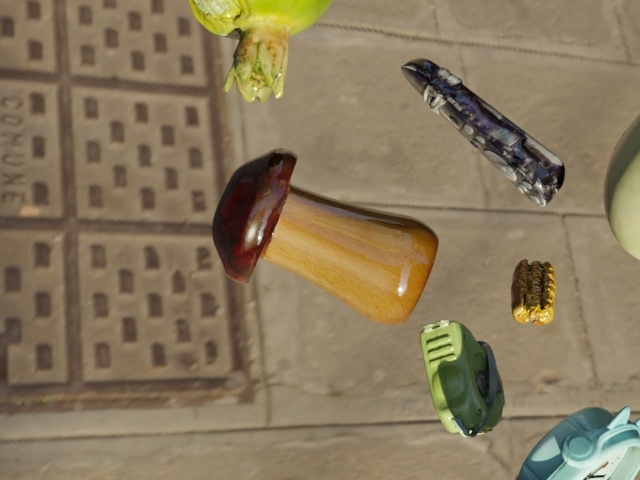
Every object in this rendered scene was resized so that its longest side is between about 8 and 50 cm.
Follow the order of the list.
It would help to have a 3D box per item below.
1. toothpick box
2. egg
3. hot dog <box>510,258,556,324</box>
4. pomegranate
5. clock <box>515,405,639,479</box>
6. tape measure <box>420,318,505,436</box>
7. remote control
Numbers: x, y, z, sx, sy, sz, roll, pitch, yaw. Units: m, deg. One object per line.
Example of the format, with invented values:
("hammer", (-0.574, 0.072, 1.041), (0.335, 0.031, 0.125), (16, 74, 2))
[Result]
("toothpick box", (0.000, 0.000, 1.356), (0.294, 0.192, 0.192), (23, 62, -2))
("egg", (0.493, -0.087, 1.311), (0.219, 0.219, 0.269), (43, 97, -2))
("hot dog", (0.343, 0.083, 1.614), (0.071, 0.045, 0.165), (12, 31, 7))
("pomegranate", (-0.080, -0.341, 1.389), (0.236, 0.236, 0.302), (-2, 75, -24))
("clock", (0.394, 0.353, 1.534), (0.223, 0.274, 0.094), (23, 16, -51))
("tape measure", (0.256, 0.249, 1.741), (0.175, 0.106, 0.200), (23, 50, -52))
("remote control", (0.219, -0.155, 1.327), (0.266, 0.090, 0.066), (43, 79, 2))
